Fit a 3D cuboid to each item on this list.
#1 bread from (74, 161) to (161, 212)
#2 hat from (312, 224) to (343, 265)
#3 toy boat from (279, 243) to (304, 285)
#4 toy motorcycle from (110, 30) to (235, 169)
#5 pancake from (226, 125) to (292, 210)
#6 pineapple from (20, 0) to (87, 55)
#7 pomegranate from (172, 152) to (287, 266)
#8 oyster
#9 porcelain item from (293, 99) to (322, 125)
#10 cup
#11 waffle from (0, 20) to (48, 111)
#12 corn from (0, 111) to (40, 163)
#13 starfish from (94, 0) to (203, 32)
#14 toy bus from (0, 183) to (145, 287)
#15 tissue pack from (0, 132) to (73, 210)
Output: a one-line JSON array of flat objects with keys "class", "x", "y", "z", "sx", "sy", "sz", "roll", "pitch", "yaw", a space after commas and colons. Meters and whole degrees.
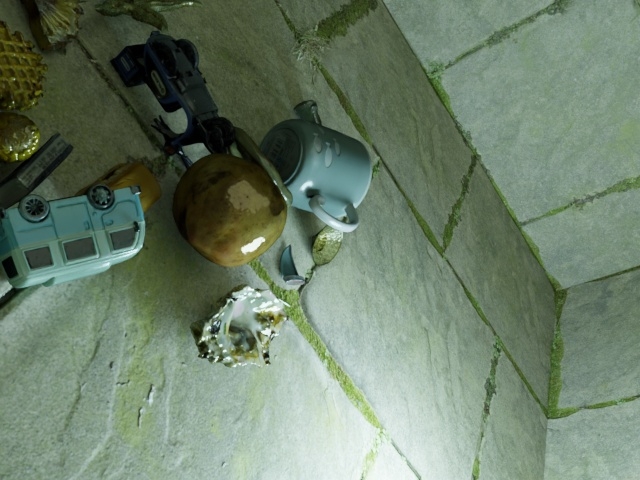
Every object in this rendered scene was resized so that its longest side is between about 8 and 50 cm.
[{"class": "bread", "x": -0.445, "y": -0.098, "z": 1.417, "sx": 0.116, "sy": 0.077, "sz": 0.200, "roll": 62, "pitch": 33, "yaw": -20}, {"class": "hat", "x": 0.000, "y": 0.000, "z": 1.981, "sx": 0.146, "sy": 0.067, "sz": 0.146, "roll": -31, "pitch": 134, "yaw": -39}, {"class": "toy boat", "x": -0.093, "y": 0.069, "z": 1.840, "sx": 0.096, "sy": 0.034, "sz": 0.122, "roll": 9, "pitch": 54, "yaw": -52}, {"class": "toy motorcycle", "x": -0.353, "y": -0.342, "z": 1.581, "sx": 0.358, "sy": 0.213, "sz": 0.125, "roll": 59, "pitch": 36, "yaw": -3}, {"class": "pancake", "x": -0.176, "y": -0.191, "z": 1.690, "sx": 0.049, "sy": 0.294, "sz": 0.294, "roll": -42, "pitch": 109, "yaw": -15}, {"class": "pineapple", "x": -0.613, "y": -0.541, "z": 1.458, "sx": 0.135, "sy": 0.079, "sz": 0.233, "roll": -26, "pitch": 97, "yaw": -48}, {"class": "pomegranate", "x": -0.214, "y": -0.070, "z": 1.528, "sx": 0.281, "sy": 0.281, "sz": 0.281, "roll": 32, "pitch": 46, "yaw": -40}, {"class": "oyster", "x": -0.203, "y": 0.204, "z": 1.551, "sx": 0.354, "sy": 0.107, "sz": 0.201, "roll": 21, "pitch": 73, "yaw": -61}, {"class": "porcelain item", "x": -0.016, "y": -0.365, "z": 2.161, "sx": 0.069, "sy": 0.081, "sz": 0.215, "roll": -12, "pitch": 79, "yaw": -56}, {"class": "cup", "x": -0.013, "y": -0.177, "z": 1.867, "sx": 0.274, "sy": 0.259, "sz": 0.356, "roll": 14, "pitch": 44, "yaw": -47}, {"class": "waffle", "x": -0.650, "y": -0.350, "z": 1.294, "sx": 0.197, "sy": 0.070, "sz": 0.193, "roll": 29, "pitch": 48, "yaw": -46}, {"class": "corn", "x": -0.565, "y": -0.186, "z": 1.162, "sx": 0.097, "sy": 0.262, "sz": 0.097, "roll": -5, "pitch": 100, "yaw": -32}, {"class": "starfish", "x": -0.491, "y": -0.611, "z": 1.610, "sx": 0.347, "sy": 0.078, "sz": 0.358, "roll": 34, "pitch": 35, "yaw": 3}, {"class": "toy bus", "x": -0.472, "y": -0.009, "z": 1.224, "sx": 0.271, "sy": 0.133, "sz": 0.164, "roll": -17, "pitch": 90, "yaw": -41}, {"class": "tissue pack", "x": -0.561, "y": -0.132, "z": 1.236, "sx": 0.051, "sy": 0.112, "sz": 0.156, "roll": 50, "pitch": 36, "yaw": -24}]
